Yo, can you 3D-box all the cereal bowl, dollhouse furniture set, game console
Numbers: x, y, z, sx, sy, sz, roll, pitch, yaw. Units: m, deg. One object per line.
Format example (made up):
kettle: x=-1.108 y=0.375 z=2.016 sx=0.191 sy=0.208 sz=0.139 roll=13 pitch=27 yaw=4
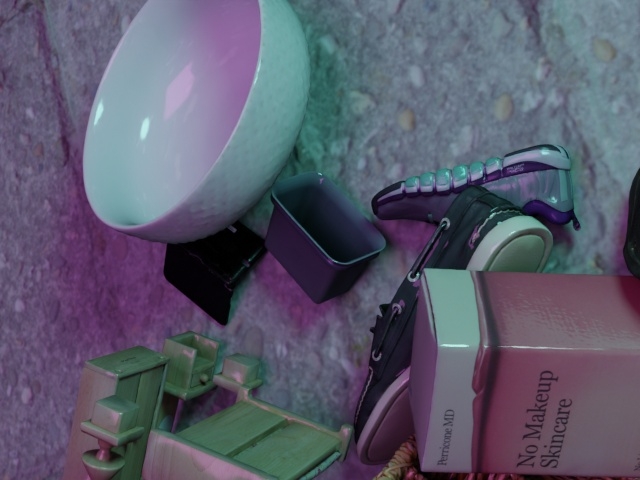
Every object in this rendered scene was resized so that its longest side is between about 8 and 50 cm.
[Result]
cereal bowl: x=-0.129 y=-0.149 z=1.198 sx=0.339 sy=0.141 sz=0.338 roll=-22 pitch=58 yaw=41
dollhouse furniture set: x=-0.088 y=0.255 z=1.106 sx=0.356 sy=0.303 sz=0.173 roll=18 pitch=103 yaw=22
game console: x=-0.134 y=0.025 z=1.291 sx=0.122 sy=0.071 sz=0.107 roll=36 pitch=75 yaw=27

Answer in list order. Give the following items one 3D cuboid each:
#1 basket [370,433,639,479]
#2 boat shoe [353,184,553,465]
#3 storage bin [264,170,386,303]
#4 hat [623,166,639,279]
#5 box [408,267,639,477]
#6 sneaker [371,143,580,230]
basket: x=0.187 y=0.298 z=0.964 sx=0.299 sy=0.213 sz=0.223 roll=35 pitch=105 yaw=28
boat shoe: x=0.111 y=0.088 z=1.068 sx=0.113 sy=0.127 sz=0.340 roll=53 pitch=133 yaw=39
storage bin: x=0.000 y=0.000 z=1.175 sx=0.135 sy=0.098 sz=0.091 roll=48 pitch=138 yaw=24
hat: x=0.420 y=-0.061 z=0.872 sx=0.134 sy=0.331 sz=0.331 roll=38 pitch=110 yaw=-11
box: x=0.205 y=0.120 z=0.932 sx=0.233 sy=0.126 sz=0.148 roll=1 pitch=120 yaw=-2
sneaker: x=0.159 y=-0.031 z=1.082 sx=0.224 sy=0.083 sz=0.098 roll=-14 pitch=85 yaw=29
